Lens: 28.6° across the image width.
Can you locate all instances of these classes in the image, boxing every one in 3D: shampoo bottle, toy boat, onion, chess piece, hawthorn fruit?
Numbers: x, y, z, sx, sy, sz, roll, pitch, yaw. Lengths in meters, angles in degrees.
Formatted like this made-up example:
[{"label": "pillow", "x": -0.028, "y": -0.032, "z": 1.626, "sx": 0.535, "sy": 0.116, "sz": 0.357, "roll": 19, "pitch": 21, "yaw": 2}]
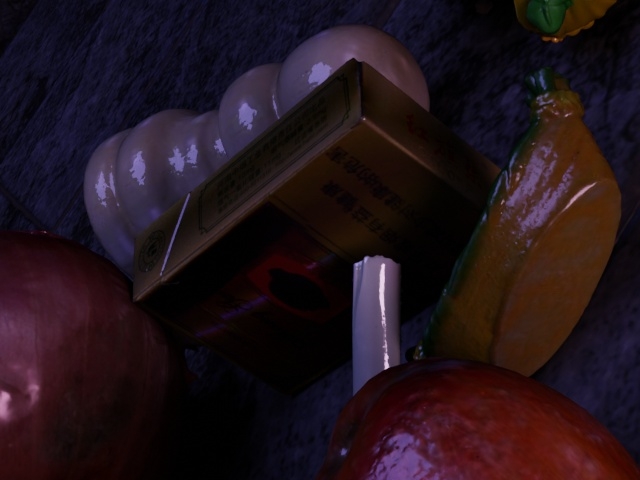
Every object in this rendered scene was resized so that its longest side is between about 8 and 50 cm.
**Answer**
[{"label": "shampoo bottle", "x": 0.037, "y": 0.081, "z": 0.809, "sx": 0.049, "sy": 0.034, "sz": 0.141, "roll": 116, "pitch": 155, "yaw": -85}, {"label": "toy boat", "x": 0.110, "y": 0.012, "z": 0.744, "sx": 0.088, "sy": 0.089, "sz": 0.229, "roll": 50, "pitch": 129, "yaw": 45}, {"label": "onion", "x": -0.254, "y": 0.136, "z": 0.953, "sx": 0.354, "sy": 0.354, "sz": 0.353, "roll": -40, "pitch": 31, "yaw": 29}, {"label": "chess piece", "x": -0.041, "y": -0.072, "z": 1.051, "sx": 0.300, "sy": 0.167, "sz": 0.167, "roll": -25, "pitch": 39, "yaw": 35}, {"label": "hawthorn fruit", "x": 0.071, "y": 0.137, "z": 0.586, "sx": 0.173, "sy": 0.173, "sz": 0.173, "roll": -40, "pitch": 31, "yaw": 29}]

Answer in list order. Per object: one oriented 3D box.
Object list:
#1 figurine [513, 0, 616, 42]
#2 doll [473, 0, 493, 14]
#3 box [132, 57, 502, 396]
[{"label": "figurine", "x": 0.182, "y": -0.197, "z": 0.881, "sx": 0.115, "sy": 0.094, "sz": 0.156, "roll": -25, "pitch": 16, "yaw": 13}, {"label": "doll", "x": 0.065, "y": -0.273, "z": 0.966, "sx": 0.152, "sy": 0.256, "sz": 0.196, "roll": 30, "pitch": 112, "yaw": 28}, {"label": "box", "x": 0.000, "y": 0.000, "z": 0.877, "sx": 0.240, "sy": 0.159, "sz": 0.071, "roll": -36, "pitch": 35, "yaw": 32}]
